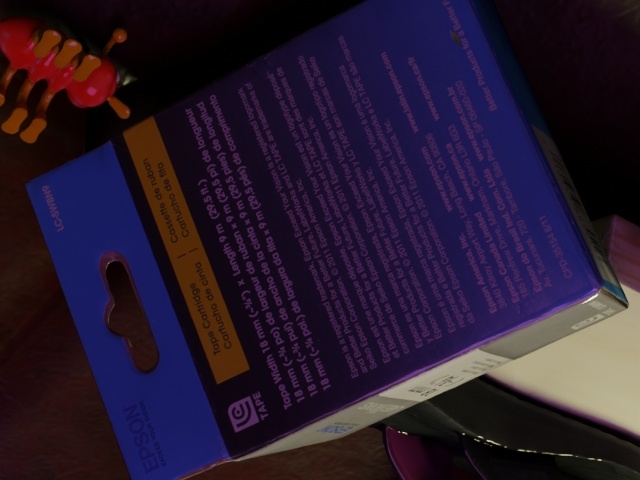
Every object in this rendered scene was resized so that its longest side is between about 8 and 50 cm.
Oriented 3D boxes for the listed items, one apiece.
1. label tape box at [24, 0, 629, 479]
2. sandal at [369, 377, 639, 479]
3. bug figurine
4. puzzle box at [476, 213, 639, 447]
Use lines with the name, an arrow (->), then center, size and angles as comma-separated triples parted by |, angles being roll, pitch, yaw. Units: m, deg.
label tape box -> 0.000, 0.000, 1.098 | 0.334, 0.240, 0.106 | -26, 165, 16
sandal -> 0.127, 0.189, 1.341 | 0.446, 0.107, 0.167 | 26, 157, -30
bug figurine -> -0.151, -0.194, 1.019 | 0.216, 0.072, 0.279 | 34, 125, -24
puzzle box -> 0.280, 0.110, 1.287 | 0.409, 0.052, 0.272 | 25, 153, -28
